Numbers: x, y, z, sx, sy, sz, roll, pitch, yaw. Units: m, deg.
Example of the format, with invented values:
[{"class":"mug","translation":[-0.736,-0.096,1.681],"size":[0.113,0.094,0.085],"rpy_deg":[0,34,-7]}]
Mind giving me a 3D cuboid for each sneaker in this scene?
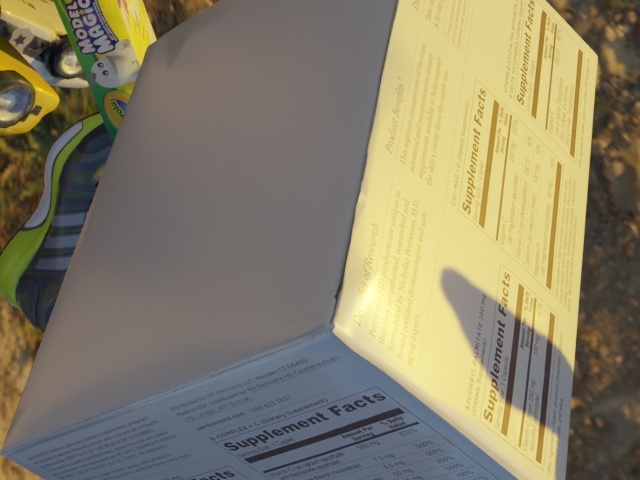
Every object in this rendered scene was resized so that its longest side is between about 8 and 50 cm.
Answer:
[{"class":"sneaker","translation":[-0.231,-0.013,1.404],"size":[0.111,0.121,0.300],"rpy_deg":[-10,141,-46]}]

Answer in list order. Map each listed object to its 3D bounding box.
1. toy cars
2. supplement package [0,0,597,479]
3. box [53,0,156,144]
[{"class":"toy cars","translation":[-0.249,-0.123,0.884],"size":[0.176,0.393,0.087],"rpy_deg":[36,102,-8]},{"class":"supplement package","translation":[0.000,0.000,0.641],"size":[0.204,0.261,0.145],"rpy_deg":[-24,129,38]},{"class":"box","translation":[-0.144,-0.160,0.875],"size":[0.043,0.105,0.179],"rpy_deg":[-14,126,2]}]
